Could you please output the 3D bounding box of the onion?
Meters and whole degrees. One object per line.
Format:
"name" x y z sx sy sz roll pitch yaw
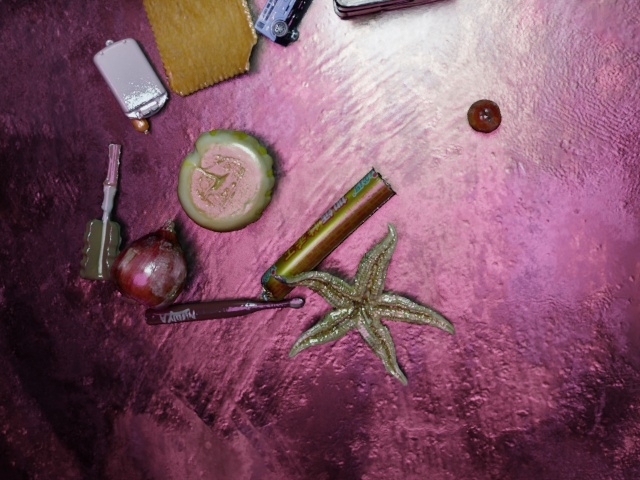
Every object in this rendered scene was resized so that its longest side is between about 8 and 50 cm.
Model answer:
"onion" -0.349 0.046 1.397 0.159 0.159 0.195 24 82 4

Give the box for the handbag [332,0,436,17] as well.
"handbag" 0.113 -0.607 1.195 0.236 0.160 0.359 -9 100 5

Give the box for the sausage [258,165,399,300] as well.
"sausage" 0.000 0.000 1.369 0.371 0.082 0.082 -43 92 14

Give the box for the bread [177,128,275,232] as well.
"bread" -0.189 -0.121 1.358 0.213 0.105 0.214 1 99 6

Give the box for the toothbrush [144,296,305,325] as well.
"toothbrush" -0.212 0.150 1.446 0.363 0.041 0.041 -7 99 10

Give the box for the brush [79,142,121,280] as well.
"brush" -0.465 -0.061 1.442 0.084 0.071 0.301 7 93 -9

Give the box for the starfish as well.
"starfish" 0.084 0.157 1.377 0.346 0.078 0.358 -20 109 1

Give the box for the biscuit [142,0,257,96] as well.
"biscuit" -0.241 -0.431 1.330 0.231 0.013 0.237 -14 98 25

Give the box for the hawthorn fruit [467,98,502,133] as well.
"hawthorn fruit" 0.315 -0.236 1.258 0.066 0.103 0.067 0 97 1

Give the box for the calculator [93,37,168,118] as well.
"calculator" -0.393 -0.337 1.371 0.100 0.032 0.175 -31 95 -13

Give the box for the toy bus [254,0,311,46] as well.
"toy bus" -0.058 -0.467 1.288 0.076 0.073 0.167 35 106 12

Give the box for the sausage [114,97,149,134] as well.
"sausage" -0.396 -0.270 1.401 0.031 0.031 0.107 -33 96 13
